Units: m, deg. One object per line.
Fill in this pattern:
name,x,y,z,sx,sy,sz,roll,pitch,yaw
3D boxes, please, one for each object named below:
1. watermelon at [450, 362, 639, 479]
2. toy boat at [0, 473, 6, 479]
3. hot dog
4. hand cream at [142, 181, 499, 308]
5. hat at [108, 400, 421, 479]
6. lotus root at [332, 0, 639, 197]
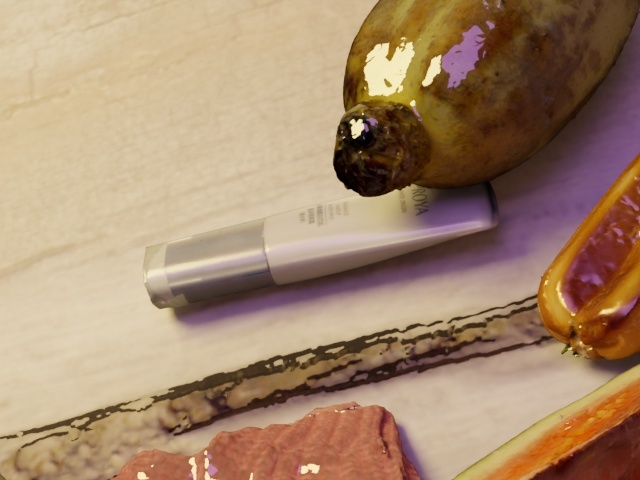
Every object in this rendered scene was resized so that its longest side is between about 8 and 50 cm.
watermelon,0.130,0.149,0.783,0.303,0.159,0.128,-26,31,-33
toy boat,-0.255,0.262,0.860,0.108,0.099,0.293,17,74,24
hot dog,0.244,-0.019,0.897,0.250,0.076,0.104,-48,40,-18
hand cream,0.000,0.000,0.966,0.255,0.048,0.079,-15,34,6
hat,-0.034,0.223,0.806,0.236,0.107,0.286,-24,34,1
lotus root,0.111,-0.142,0.958,0.173,0.173,0.309,27,67,28
